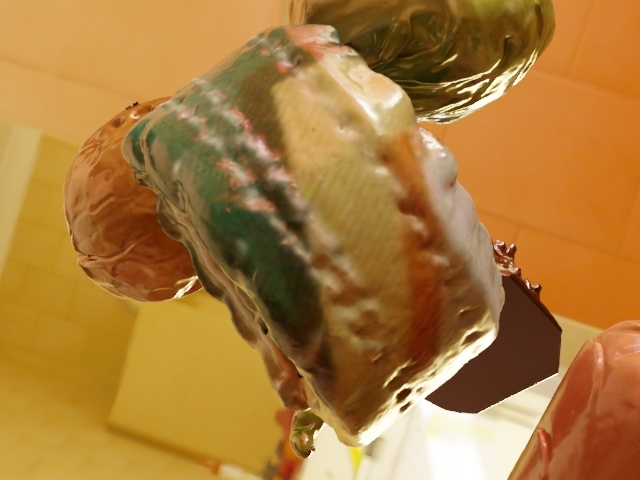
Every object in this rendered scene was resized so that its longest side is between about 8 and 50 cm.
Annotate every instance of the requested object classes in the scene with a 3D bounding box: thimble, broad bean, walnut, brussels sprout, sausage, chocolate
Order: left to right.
[{"bbox_3d":[-0.133,-0.033,1.047,0.211,0.167,0.087,-34,5,14],"label":"walnut"},{"bbox_3d":[0.000,0.000,0.870,0.167,0.254,0.288,-35,-50,-9],"label":"thimble"},{"bbox_3d":[0.014,0.204,1.704,0.070,0.048,0.214,-9,46,53],"label":"broad bean"},{"bbox_3d":[0.077,-0.180,1.000,0.223,0.223,0.161,96,-177,-71],"label":"brussels sprout"},{"bbox_3d":[0.172,0.063,1.473,0.224,0.206,0.177,-35,17,34],"label":"chocolate"},{"bbox_3d":[0.177,0.193,0.842,0.121,0.121,0.304,-64,-3,-63],"label":"sausage"}]
